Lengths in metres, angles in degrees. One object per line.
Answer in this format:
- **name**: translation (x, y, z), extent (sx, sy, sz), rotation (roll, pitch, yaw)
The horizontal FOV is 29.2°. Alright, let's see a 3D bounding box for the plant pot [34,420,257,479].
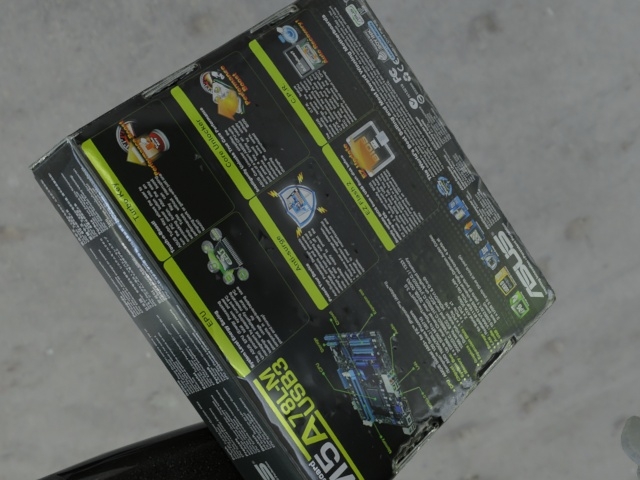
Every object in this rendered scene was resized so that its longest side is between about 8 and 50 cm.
- **plant pot**: translation (-0.080, 0.177, 0.538), extent (0.187, 0.188, 0.167), rotation (-24, 159, 35)

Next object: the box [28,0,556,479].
- **box**: translation (0.000, 0.000, 0.539), extent (0.184, 0.190, 0.045), rotation (-40, -171, -38)

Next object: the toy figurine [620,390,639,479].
- **toy figurine**: translation (0.230, 0.111, 0.431), extent (0.210, 0.213, 0.148), rotation (-32, 136, 15)
